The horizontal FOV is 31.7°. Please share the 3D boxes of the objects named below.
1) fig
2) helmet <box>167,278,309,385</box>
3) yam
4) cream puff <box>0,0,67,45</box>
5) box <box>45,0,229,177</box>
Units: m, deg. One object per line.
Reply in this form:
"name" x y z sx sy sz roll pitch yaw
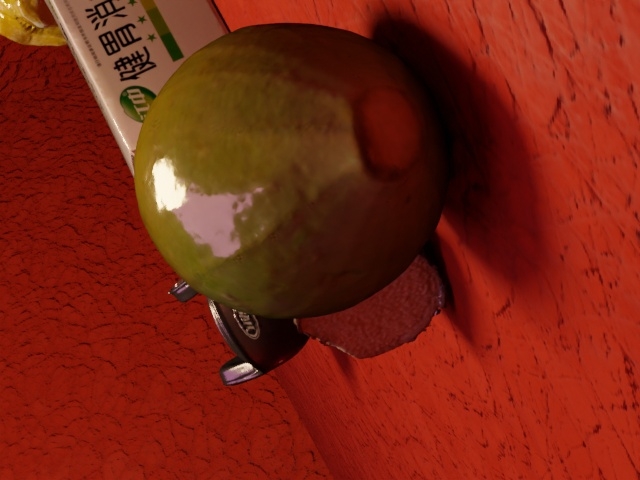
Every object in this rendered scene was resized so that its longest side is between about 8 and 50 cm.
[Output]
"fig" -0.006 -0.044 0.757 0.230 0.207 0.207 8 131 37
"helmet" -0.103 0.100 1.645 0.189 0.193 0.216 61 -176 -3
"yam" 0.001 -0.001 0.984 0.238 0.128 0.129 52 166 53
"cream puff" -0.465 -0.425 1.785 0.291 0.324 0.257 -6 114 53
"box" -0.211 -0.237 1.384 0.333 0.173 0.145 61 171 15
